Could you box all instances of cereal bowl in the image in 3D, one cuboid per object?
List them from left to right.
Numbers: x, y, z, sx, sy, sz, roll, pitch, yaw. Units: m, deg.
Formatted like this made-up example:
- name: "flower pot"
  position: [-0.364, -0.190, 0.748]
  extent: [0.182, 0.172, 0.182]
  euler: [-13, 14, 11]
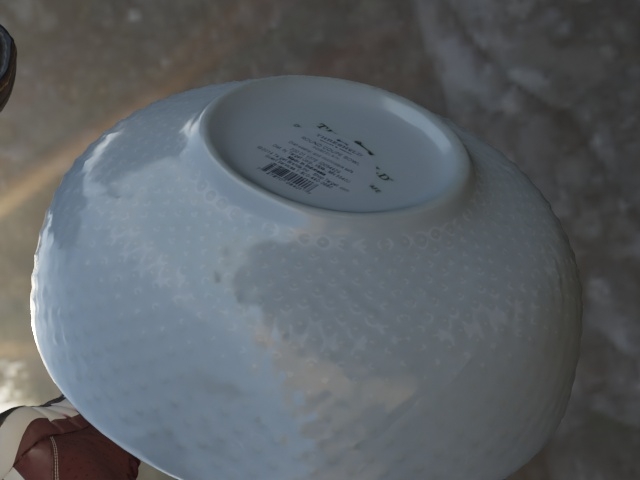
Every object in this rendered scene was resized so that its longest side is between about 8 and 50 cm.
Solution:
- name: "cereal bowl"
  position: [0.000, 0.000, 1.055]
  extent: [0.339, 0.339, 0.141]
  euler: [-111, 27, -52]

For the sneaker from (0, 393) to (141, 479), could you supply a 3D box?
- name: "sneaker"
  position: [-0.163, 0.195, 1.312]
  extent: [0.162, 0.106, 0.281]
  euler: [46, -163, 8]

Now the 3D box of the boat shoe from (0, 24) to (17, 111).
- name: "boat shoe"
  position: [-0.371, -0.149, 1.170]
  extent: [0.130, 0.355, 0.132]
  euler: [130, 143, -54]
